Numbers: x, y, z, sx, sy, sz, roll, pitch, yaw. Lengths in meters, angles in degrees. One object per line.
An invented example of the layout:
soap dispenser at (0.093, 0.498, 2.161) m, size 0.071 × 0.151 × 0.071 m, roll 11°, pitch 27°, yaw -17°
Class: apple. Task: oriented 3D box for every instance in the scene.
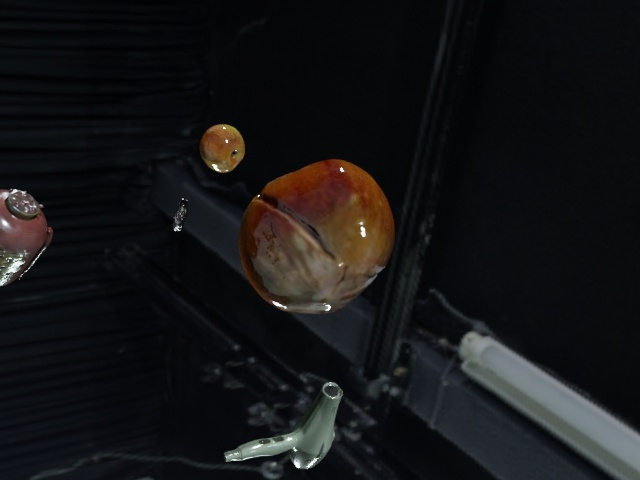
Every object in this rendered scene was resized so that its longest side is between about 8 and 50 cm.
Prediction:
apple at (-0.258, -0.246, 2.398) m, size 0.102 × 0.126 × 0.126 m, roll 26°, pitch -65°, yaw 34°

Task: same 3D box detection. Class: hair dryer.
hair dryer at (-0.046, 0.351, 1.723) m, size 0.219 × 0.225 × 0.088 m, roll -54°, pitch -134°, yaw 22°

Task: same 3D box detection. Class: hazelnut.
hazelnut at (0.000, 0.000, 1.997) m, size 0.372 × 0.315 × 0.372 m, roll -27°, pitch -141°, yaw 24°

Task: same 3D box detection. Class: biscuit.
biscuit at (-0.388, -0.070, 2.517) m, size 0.087 × 0.027 × 0.089 m, roll -81°, pitch -174°, yaw -74°

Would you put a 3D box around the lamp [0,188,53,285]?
lamp at (-0.691, 0.001, 1.957) m, size 0.258 × 0.180 × 0.180 m, roll -46°, pitch -122°, yaw 30°
